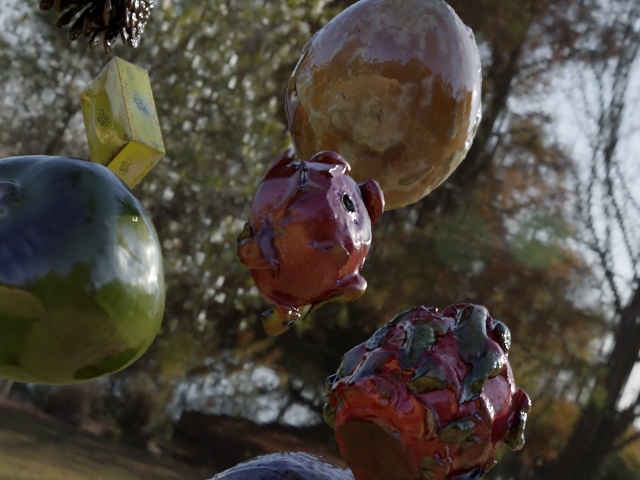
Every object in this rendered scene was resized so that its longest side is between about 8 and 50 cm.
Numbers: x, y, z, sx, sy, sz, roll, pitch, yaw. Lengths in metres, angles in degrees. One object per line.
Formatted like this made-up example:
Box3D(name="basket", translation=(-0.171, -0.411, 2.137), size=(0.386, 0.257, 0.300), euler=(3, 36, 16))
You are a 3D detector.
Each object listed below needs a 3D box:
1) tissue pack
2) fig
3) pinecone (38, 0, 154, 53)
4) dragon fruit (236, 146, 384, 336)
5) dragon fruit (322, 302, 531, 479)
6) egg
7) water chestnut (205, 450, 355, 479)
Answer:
Box3D(name="tissue pack", translation=(-0.286, -0.167, 1.736), size=(0.062, 0.095, 0.176), euler=(23, 38, -39))
Box3D(name="fig", translation=(-0.234, 0.040, 1.060), size=(0.203, 0.203, 0.225), euler=(21, -28, 36))
Box3D(name="pinecone", translation=(-0.307, -0.362, 1.660), size=(0.208, 0.207, 0.208), euler=(22, -2, 1))
Box3D(name="dragon fruit", translation=(0.001, -0.005, 0.847), size=(0.068, 0.126, 0.112), euler=(3, -48, 37))
Box3D(name="dragon fruit", translation=(0.091, 0.129, 0.986), size=(0.160, 0.166, 0.172), euler=(38, 47, 22))
Box3D(name="egg", translation=(0.063, -0.137, 1.194), size=(0.195, 0.233, 0.195), euler=(13, 39, -11))
Box3D(name="water chestnut", translation=(-0.060, 0.445, 1.520), size=(0.350, 0.350, 0.302), euler=(20, -28, 49))
